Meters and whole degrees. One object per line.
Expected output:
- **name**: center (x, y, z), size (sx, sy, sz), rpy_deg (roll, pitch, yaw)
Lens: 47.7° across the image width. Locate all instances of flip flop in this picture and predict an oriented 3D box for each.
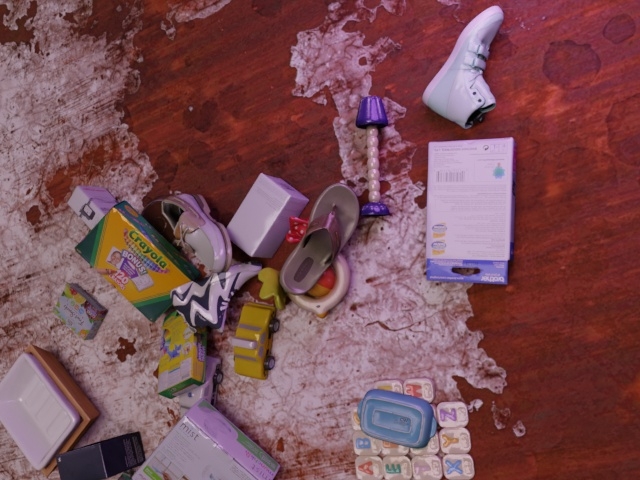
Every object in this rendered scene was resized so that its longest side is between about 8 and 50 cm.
- **flip flop**: center (0.000, 0.000, 1.626), size (0.112, 0.080, 0.277), rpy_deg (33, 87, -5)

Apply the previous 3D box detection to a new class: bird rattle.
- **bird rattle**: center (-0.021, 0.068, 1.723), size (0.207, 0.143, 0.253), rpy_deg (35, 89, 10)

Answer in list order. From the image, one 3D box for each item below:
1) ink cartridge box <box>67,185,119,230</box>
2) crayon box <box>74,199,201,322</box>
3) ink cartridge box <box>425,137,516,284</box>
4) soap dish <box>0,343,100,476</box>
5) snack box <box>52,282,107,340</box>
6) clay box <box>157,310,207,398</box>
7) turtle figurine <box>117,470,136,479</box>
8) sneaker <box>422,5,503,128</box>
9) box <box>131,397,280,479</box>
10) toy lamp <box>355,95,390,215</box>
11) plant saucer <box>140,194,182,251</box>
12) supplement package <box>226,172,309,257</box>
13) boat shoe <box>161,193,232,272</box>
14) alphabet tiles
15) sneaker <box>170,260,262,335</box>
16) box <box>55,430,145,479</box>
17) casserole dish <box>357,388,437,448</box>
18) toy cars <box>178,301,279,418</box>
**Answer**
- **ink cartridge box**: center (-0.596, -0.077, 1.970), size (0.150, 0.109, 0.063), rpy_deg (43, 108, 20)
- **crayon box**: center (-0.468, 0.054, 1.864), size (0.278, 0.081, 0.165), rpy_deg (45, 106, -6)
- **ink cartridge box**: center (0.327, -0.062, 1.579), size (0.186, 0.065, 0.311), rpy_deg (1, 85, 24)
- **soap dish**: center (-0.765, 0.467, 2.013), size (0.291, 0.118, 0.229), rpy_deg (44, 105, 20)
- **snack box**: center (-0.675, 0.199, 2.030), size (0.141, 0.037, 0.100), rpy_deg (34, 102, 22)
- **clay box**: center (-0.346, 0.273, 1.826), size (0.127, 0.053, 0.222), rpy_deg (-28, 46, 29)
- **turtle figurine**: center (-0.517, 0.697, 1.895), size (0.234, 0.118, 0.175), rpy_deg (-25, 72, 29)
- **sneaker**: center (0.350, -0.365, 1.565), size (0.151, 0.094, 0.256), rpy_deg (44, 114, 26)
- **box**: center (-0.275, 0.559, 1.747), size (0.262, 0.127, 0.231), rpy_deg (40, 104, 4)
- **toy lamp**: center (0.120, -0.194, 1.672), size (0.080, 0.080, 0.274), rpy_deg (-1, 88, 24)
- **plant saucer**: center (-0.424, -0.039, 1.935), size (0.169, 0.029, 0.168), rpy_deg (-1, 88, 24)
- **supplement package**: center (-0.132, -0.058, 1.762), size (0.105, 0.105, 0.179), rpy_deg (38, 102, 21)
- **boat shoe**: center (-0.308, -0.016, 1.773), size (0.302, 0.103, 0.113), rpy_deg (48, 128, 48)
- **alphabet tiles**: center (0.201, 0.454, 1.631), size (0.278, 0.021, 0.284), rpy_deg (-8, 84, 24)
- **sneaker**: center (-0.238, 0.151, 1.789), size (0.235, 0.094, 0.153), rpy_deg (-21, 92, -14)
- **box**: center (-0.574, 0.574, 1.899), size (0.156, 0.158, 0.093), rpy_deg (-20, 79, 23)
- **casserole dish**: center (0.165, 0.400, 1.618), size (0.188, 0.037, 0.114), rpy_deg (9, 92, 23)
- **toy cars**: center (-0.243, 0.318, 1.802), size (0.394, 0.087, 0.176), rpy_deg (-44, 71, 16)
